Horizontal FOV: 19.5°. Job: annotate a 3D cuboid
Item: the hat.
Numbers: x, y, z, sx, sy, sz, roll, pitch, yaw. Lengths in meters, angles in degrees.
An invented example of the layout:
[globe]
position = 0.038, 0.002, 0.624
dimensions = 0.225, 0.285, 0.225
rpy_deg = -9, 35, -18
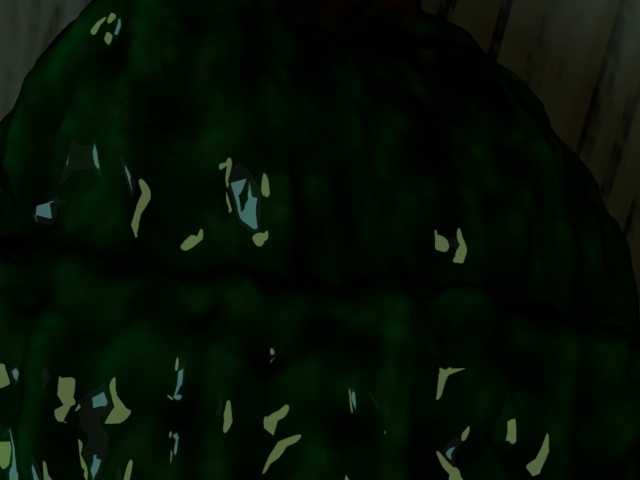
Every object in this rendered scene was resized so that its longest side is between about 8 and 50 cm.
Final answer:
[hat]
position = 0.000, 0.000, 0.546
dimensions = 0.242, 0.274, 0.332
rpy_deg = -1, 80, 34
